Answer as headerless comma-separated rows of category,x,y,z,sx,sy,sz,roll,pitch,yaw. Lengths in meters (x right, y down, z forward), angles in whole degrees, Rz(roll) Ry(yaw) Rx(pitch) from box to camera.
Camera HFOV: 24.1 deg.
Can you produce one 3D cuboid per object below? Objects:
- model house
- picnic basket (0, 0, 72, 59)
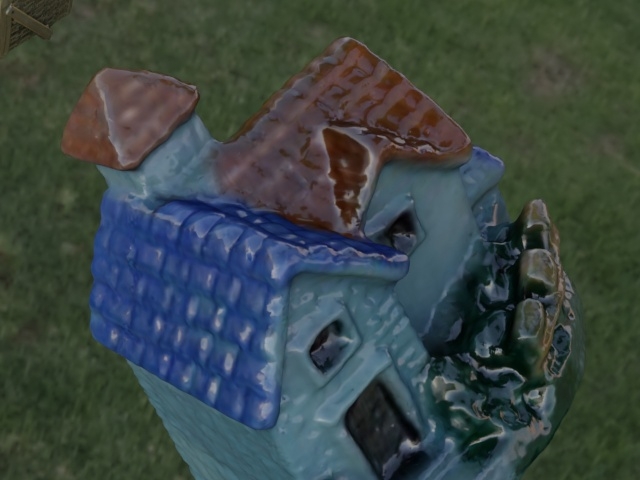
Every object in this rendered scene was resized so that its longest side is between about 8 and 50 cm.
model house,0.000,0.000,0.966,0.295,0.329,0.251,-42,37,-21
picnic basket,-0.227,-0.216,1.014,0.115,0.164,0.079,35,48,17
